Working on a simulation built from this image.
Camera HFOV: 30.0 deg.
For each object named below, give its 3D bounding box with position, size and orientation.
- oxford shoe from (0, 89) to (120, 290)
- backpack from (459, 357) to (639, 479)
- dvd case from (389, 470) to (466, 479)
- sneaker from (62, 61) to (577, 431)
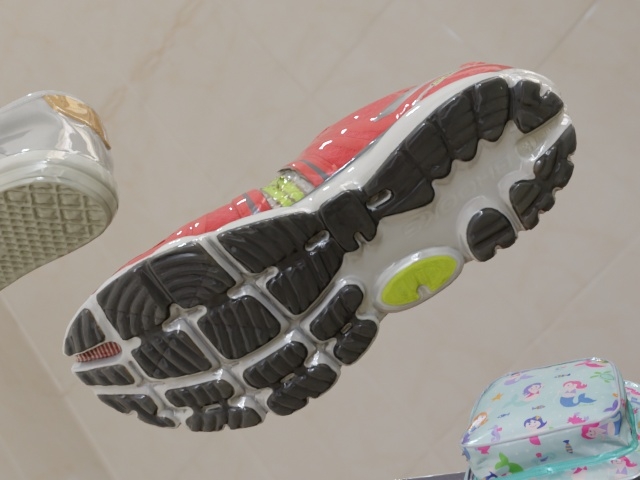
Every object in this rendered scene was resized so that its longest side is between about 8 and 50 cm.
[{"bbox_3d":[-0.364,-0.028,1.193,0.449,0.130,0.169,-20,-37,34],"label":"oxford shoe"},{"bbox_3d":[0.272,0.239,1.326,0.225,0.191,0.253,-15,8,21],"label":"backpack"},{"bbox_3d":[0.188,0.390,1.584,0.221,0.164,0.018,-15,-17,35],"label":"dvd case"},{"bbox_3d":[0.000,0.000,0.616,0.279,0.118,0.107,-29,-70,3],"label":"sneaker"}]
